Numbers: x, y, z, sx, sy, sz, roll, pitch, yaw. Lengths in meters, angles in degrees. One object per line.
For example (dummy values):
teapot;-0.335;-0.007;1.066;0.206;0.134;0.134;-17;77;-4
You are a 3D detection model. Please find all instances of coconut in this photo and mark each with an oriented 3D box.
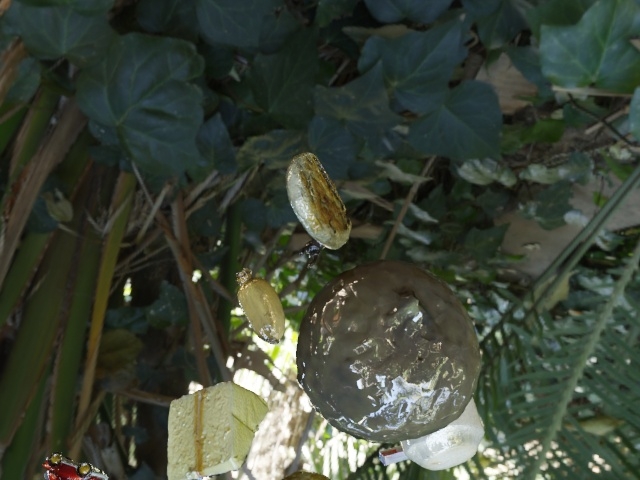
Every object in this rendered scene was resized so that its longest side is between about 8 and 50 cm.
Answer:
coconut;0.325;0.495;1.647;0.238;0.265;0.237;-7;136;-6

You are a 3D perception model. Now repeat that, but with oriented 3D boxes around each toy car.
toy car;-0.566;0.551;1.309;0.139;0.112;0.112;16;151;8

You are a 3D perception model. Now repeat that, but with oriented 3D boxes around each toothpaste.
toothpaste;0.323;0.823;2.260;0.197;0.040;0.047;-7;-166;-23

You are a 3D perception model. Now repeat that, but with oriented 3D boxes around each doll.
doll;0.000;0.000;1.628;0.057;0.139;0.165;35;-156;3

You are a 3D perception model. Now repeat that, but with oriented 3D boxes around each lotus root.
lotus root;-0.216;0.245;2.147;0.146;0.303;0.131;-32;167;21

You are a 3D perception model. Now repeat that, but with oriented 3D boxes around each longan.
longan;0.141;0.238;1.236;0.391;0.390;0.391;16;163;5

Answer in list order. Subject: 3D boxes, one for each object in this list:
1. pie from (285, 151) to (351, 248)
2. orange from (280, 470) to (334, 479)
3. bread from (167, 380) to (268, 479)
pie;-0.002;-0.103;1.518;0.055;0.274;0.274;-23;145;25
orange;-0.066;0.983;2.184;0.210;0.271;0.369;55;144;-4
bread;-0.287;0.559;1.632;0.264;0.236;0.198;-24;139;28
